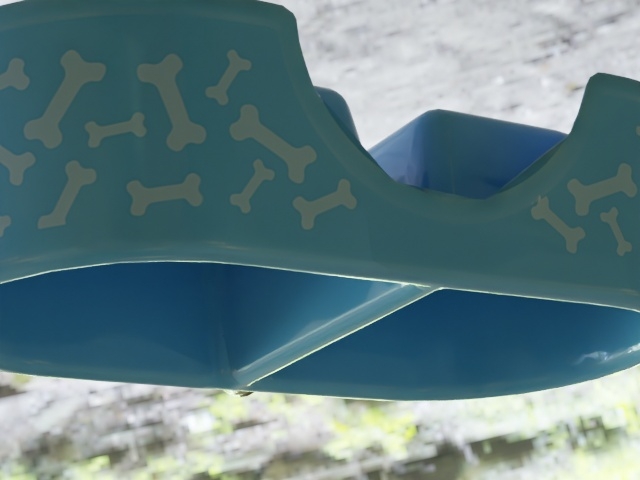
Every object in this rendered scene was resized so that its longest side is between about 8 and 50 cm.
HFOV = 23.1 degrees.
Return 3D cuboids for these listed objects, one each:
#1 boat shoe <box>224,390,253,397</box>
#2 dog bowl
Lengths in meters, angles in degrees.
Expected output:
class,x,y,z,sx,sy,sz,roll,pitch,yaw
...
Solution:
class,x,y,z,sx,sy,sz,roll,pitch,yaw
boat shoe,-0.065,0.012,0.776,0.060,0.178,0.064,27,110,-32
dog bowl,0.000,0.000,0.519,0.297,0.074,0.166,7,158,-31
